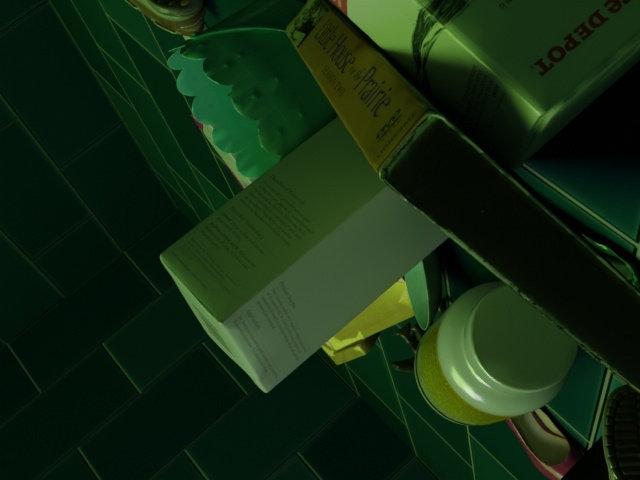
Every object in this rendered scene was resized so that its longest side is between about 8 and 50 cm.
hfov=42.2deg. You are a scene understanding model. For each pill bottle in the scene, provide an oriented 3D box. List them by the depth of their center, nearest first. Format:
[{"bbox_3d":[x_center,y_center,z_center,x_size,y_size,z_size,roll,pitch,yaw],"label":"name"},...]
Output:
[{"bbox_3d":[0.251,0.166,1.205,0.188,0.188,0.334,48,168,10],"label":"pill bottle"}]

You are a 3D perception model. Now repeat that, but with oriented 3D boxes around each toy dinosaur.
[{"bbox_3d":[0.222,0.199,1.473,0.160,0.121,0.313,49,-167,14],"label":"toy dinosaur"}]

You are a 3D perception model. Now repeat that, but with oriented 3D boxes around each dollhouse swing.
[{"bbox_3d":[0.061,0.034,1.786,0.347,0.305,0.315,51,-151,-6],"label":"dollhouse swing"}]

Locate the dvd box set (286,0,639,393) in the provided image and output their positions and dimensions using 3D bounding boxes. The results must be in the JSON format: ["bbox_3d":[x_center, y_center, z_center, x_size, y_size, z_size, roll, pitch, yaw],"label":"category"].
[{"bbox_3d":[0.124,-0.070,0.754,0.307,0.062,0.420,37,-166,-25],"label":"dvd box set"}]

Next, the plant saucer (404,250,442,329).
[{"bbox_3d":[0.171,0.050,1.376,0.195,0.037,0.195,169,90,-86],"label":"plant saucer"}]

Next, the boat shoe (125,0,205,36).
[{"bbox_3d":[-0.327,-0.477,1.513,0.324,0.123,0.116,47,169,23],"label":"boat shoe"}]

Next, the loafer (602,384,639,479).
[{"bbox_3d":[0.419,0.320,1.059,0.092,0.101,0.269,61,-158,-68],"label":"loafer"}]

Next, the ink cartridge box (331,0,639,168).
[{"bbox_3d":[0.127,-0.197,0.609,0.237,0.172,0.100,47,168,14],"label":"ink cartridge box"}]

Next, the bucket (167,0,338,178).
[{"bbox_3d":[-0.071,-0.216,1.225,0.281,0.183,0.281,47,168,13],"label":"bucket"}]

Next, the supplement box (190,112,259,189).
[{"bbox_3d":[-0.154,-0.202,1.722,0.220,0.114,0.111,54,168,-25],"label":"supplement box"}]

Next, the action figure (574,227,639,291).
[{"bbox_3d":[0.292,0.026,0.961,0.232,0.063,0.137,34,157,42],"label":"action figure"}]

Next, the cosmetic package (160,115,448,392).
[{"bbox_3d":[0.000,0.000,1.145,0.156,0.385,0.217,40,162,34],"label":"cosmetic package"}]

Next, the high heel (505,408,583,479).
[{"bbox_3d":[0.392,0.342,1.482,0.244,0.082,0.117,57,-177,33],"label":"high heel"}]

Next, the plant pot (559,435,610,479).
[{"bbox_3d":[0.452,0.382,1.183,0.187,0.188,0.167,46,156,18],"label":"plant pot"}]

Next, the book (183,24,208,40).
[{"bbox_3d":[-0.214,-0.367,1.648,0.144,0.035,0.096,56,163,-19],"label":"book"}]
